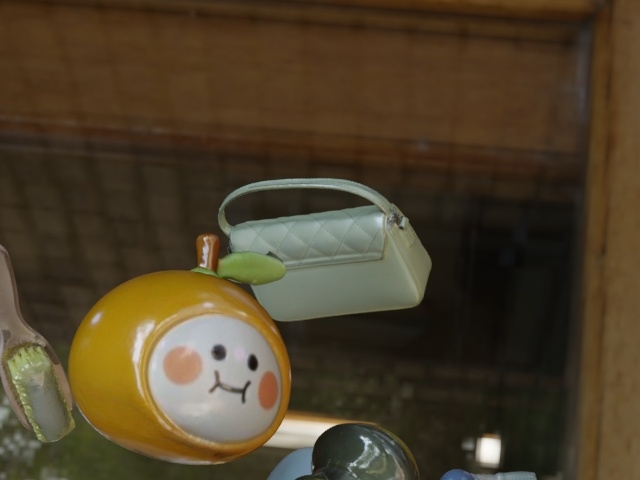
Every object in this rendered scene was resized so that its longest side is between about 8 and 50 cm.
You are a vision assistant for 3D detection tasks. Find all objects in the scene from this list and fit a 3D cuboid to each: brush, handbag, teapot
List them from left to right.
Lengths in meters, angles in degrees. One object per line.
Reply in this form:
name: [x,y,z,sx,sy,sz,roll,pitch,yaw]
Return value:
brush: [-0.330,0.121,1.794,0.067,0.072,0.313,48,158,42]
handbag: [0.000,0.000,2.024,0.219,0.256,0.079,61,-146,-36]
teapot: [0.035,0.273,1.681,0.119,0.130,0.166,-36,-47,-43]

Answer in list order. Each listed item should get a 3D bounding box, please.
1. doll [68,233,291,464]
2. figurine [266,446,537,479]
doll: [-0.128,0.095,1.547,0.213,0.213,0.236,82,-160,-72]
figurine: [0.096,0.346,2.103,0.224,0.382,0.205,-120,17,-52]
